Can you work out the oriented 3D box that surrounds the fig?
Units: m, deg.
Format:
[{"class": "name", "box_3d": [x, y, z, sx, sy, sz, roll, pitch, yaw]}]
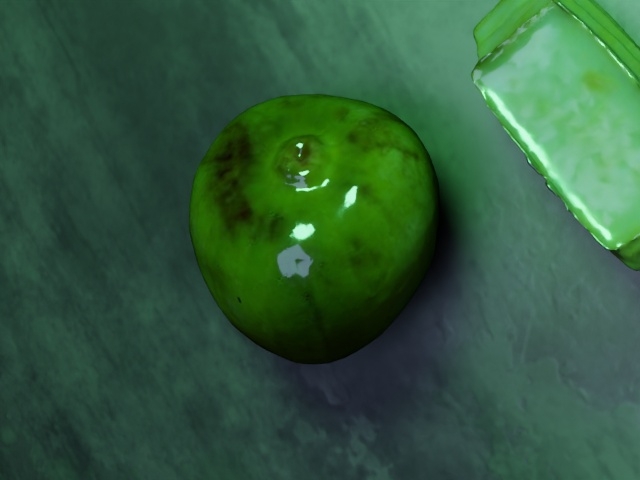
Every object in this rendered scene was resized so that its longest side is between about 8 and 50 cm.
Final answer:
[{"class": "fig", "box_3d": [0.000, 0.000, 1.025, 0.203, 0.203, 0.225, 18, 148, 26]}]

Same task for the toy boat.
[{"class": "toy boat", "box_3d": [0.211, -0.074, 0.929, 0.111, 0.084, 0.276, -42, 78, 28]}]
